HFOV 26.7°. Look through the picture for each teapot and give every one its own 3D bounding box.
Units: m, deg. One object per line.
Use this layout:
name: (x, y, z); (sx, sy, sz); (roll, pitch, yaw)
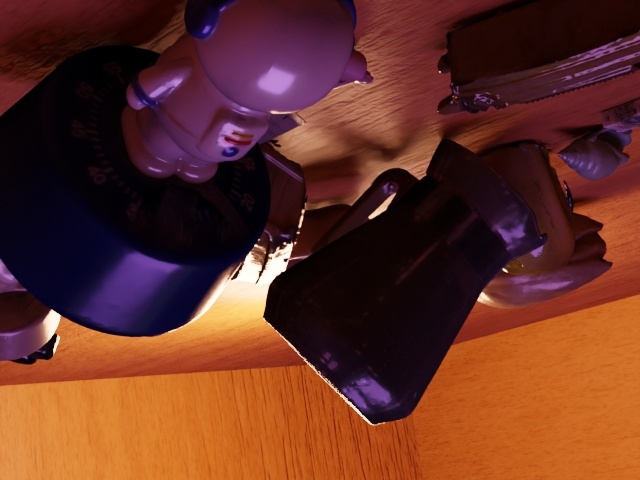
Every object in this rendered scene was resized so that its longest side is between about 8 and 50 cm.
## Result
teapot: (0.103, 0.044, 1.805); (0.344, 0.300, 0.253); (-44, 132, -6)

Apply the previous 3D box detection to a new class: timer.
timer: (-0.435, 0.034, 1.861); (0.175, 0.175, 0.266); (-5, 152, -20)
timer: (-0.107, -0.112, 1.188); (0.270, 0.270, 0.383); (1, 150, -41)

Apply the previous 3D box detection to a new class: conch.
conch: (0.389, -0.131, 1.893); (0.180, 0.088, 0.065); (-8, -146, -44)

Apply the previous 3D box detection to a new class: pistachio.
pistachio: (0.373, 0.034, 2.422); (0.293, 0.162, 0.181); (-19, -177, 25)

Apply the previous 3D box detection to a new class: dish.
dish: (0.000, 0.000, 2.122); (0.213, 0.091, 0.213); (-9, 166, -2)

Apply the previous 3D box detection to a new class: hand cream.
hand cream: (-0.113, -0.118, 1.548); (0.186, 0.054, 0.087); (-18, 163, 11)

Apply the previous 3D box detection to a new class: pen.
pen: (0.000, -0.181, 1.359); (0.053, 0.032, 0.197); (-17, 165, 32)

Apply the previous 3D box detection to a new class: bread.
bread: (0.286, -0.035, 1.972); (0.158, 0.156, 0.261); (-15, 125, 18)

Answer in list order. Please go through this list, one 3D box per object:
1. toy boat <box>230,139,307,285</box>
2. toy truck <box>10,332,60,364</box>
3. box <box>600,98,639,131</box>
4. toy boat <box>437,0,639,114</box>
toy boat: (-0.111, -0.019, 1.816); (0.162, 0.136, 0.445); (17, 167, -1)
toy truck: (-0.499, 0.105, 2.159); (0.165, 0.147, 0.224); (22, 160, -21)
box: (0.422, -0.169, 1.789); (0.083, 0.024, 0.054); (-19, 167, 40)
toy boat: (0.249, -0.195, 1.344); (0.310, 0.089, 0.115); (-15, 158, 29)
